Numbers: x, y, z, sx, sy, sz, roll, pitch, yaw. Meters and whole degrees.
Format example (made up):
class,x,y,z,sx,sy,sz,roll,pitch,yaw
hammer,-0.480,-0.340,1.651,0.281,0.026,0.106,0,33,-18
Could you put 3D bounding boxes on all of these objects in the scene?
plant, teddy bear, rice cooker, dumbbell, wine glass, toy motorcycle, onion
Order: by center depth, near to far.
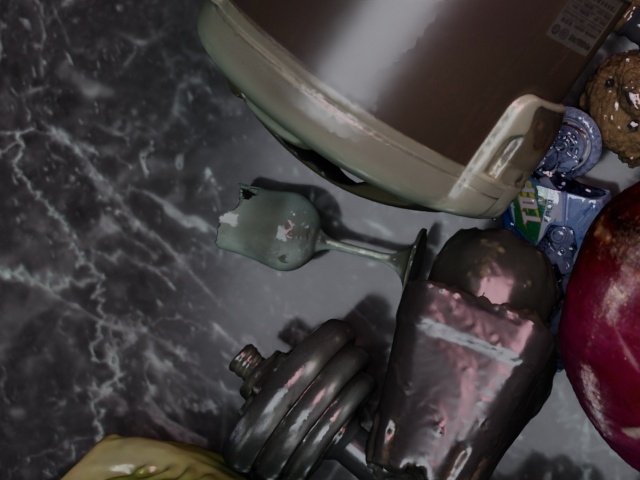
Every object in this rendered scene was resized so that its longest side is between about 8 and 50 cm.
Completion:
class,x,y,z,sx,sy,sz,roll,pitch,yaw
onion,0.394,0.081,1.475,0.348,0.385,0.348,-8,113,-20
rice cooker,0.082,-0.196,1.561,0.335,0.335,0.325,36,103,8
plant,0.132,0.109,1.574,0.142,0.164,0.256,17,70,14
teddy bear,0.343,-0.166,1.605,0.251,0.129,0.182,-45,60,39
toy motorcycle,0.215,0.002,1.673,0.135,0.092,0.254,-6,105,26
dumbbell,0.079,0.233,1.687,0.406,0.179,0.179,38,104,7
wine glass,0.000,0.000,1.730,0.195,0.079,0.079,15,100,10

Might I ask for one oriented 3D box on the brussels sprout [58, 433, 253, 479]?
class,x,y,z,sx,sy,sz,roll,pitch,yaw
brussels sprout,-0.156,0.324,1.736,0.294,0.227,0.259,43,91,12
